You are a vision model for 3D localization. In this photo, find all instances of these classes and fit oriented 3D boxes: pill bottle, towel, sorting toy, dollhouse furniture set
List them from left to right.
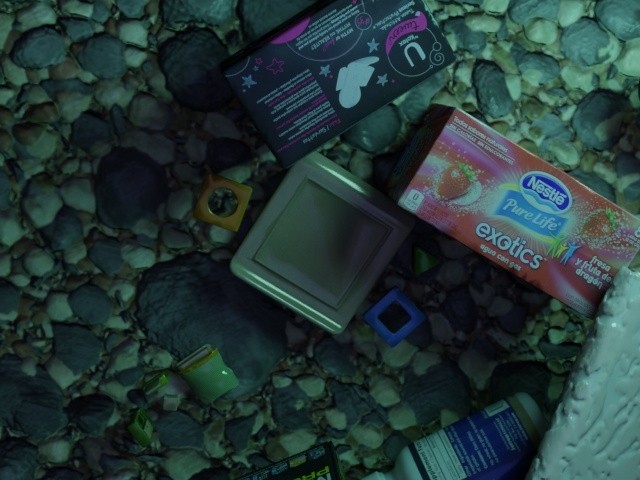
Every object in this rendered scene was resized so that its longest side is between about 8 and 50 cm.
[{"bbox_3d":[-0.189,0.211,1.380,0.152,0.058,0.076,-34,102,2],"label":"dollhouse furniture set"},{"bbox_3d":[0.000,0.000,1.361,0.348,0.047,0.196,32,97,-10],"label":"sorting toy"},{"bbox_3d":[0.195,0.326,1.387,0.265,0.153,0.153,-26,102,1],"label":"pill bottle"},{"bbox_3d":[0.411,0.231,1.334,0.317,0.053,0.331,24,88,-40],"label":"towel"}]

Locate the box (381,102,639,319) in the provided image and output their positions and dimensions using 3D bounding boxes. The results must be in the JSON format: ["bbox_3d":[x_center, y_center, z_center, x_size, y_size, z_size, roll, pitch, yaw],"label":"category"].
[{"bbox_3d":[0.247,-0.042,1.322,0.300,0.154,0.142,30,97,-8],"label":"box"}]

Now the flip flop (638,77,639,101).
[{"bbox_3d":[0.529,-0.168,1.365,0.277,0.080,0.112,13,101,-23],"label":"flip flop"}]

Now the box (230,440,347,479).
[{"bbox_3d":[-0.089,0.375,1.340,0.270,0.216,0.060,-22,101,0],"label":"box"}]

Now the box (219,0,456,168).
[{"bbox_3d":[0.016,-0.218,1.262,0.247,0.163,0.142,-31,105,2],"label":"box"}]
